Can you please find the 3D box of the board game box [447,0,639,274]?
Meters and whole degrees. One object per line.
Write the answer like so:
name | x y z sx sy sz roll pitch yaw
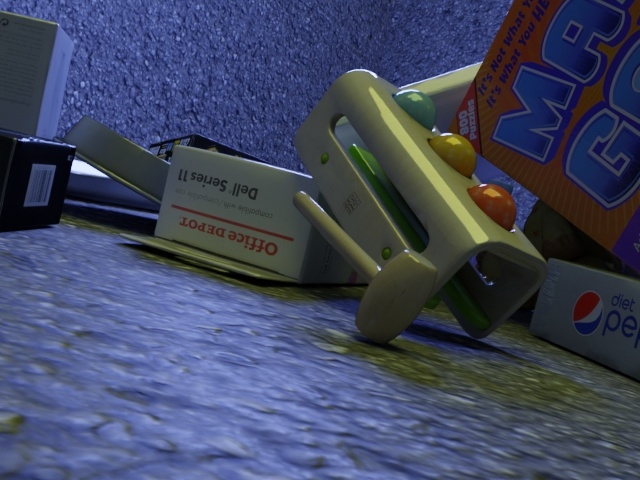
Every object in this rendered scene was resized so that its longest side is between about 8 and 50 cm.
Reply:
board game box | 0.458 -0.182 1.048 0.356 0.356 0.356 7 28 -38

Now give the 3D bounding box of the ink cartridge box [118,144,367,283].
ink cartridge box | -0.051 -0.028 1.021 0.207 0.119 0.353 15 4 25

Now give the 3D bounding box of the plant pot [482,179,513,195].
plant pot | 0.227 -0.050 1.725 0.290 0.195 0.290 13 4 -1

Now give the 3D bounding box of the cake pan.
cake pan | -0.229 -0.088 1.184 0.293 0.054 0.293 30 -1 0

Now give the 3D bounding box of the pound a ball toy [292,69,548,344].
pound a ball toy | 0.081 -0.044 0.795 0.208 0.136 0.319 21 28 -42

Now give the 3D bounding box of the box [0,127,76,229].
box | -0.355 -0.073 0.848 0.158 0.093 0.156 15 4 4

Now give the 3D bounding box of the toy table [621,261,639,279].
toy table | 0.544 0.024 1.342 0.161 0.274 0.252 17 -15 18

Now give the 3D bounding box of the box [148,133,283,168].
box | -0.166 -0.116 1.699 0.322 0.079 0.257 20 -10 -29

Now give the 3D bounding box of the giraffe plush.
giraffe plush | 0.306 0.031 1.208 0.210 0.170 0.181 58 25 17

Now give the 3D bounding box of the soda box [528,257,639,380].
soda box | 0.333 0.090 0.836 0.098 0.091 0.286 12 4 -20

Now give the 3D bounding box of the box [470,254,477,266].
box | 0.164 -0.029 1.457 0.290 0.169 0.087 15 1 44

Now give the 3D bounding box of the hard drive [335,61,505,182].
hard drive | 0.167 -0.145 1.240 0.353 0.047 0.233 -18 -34 -8

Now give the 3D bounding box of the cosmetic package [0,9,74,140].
cosmetic package | -0.416 -0.172 1.095 0.138 0.224 0.224 10 4 -12

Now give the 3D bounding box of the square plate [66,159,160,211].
square plate | -0.393 -0.105 1.507 0.347 0.049 0.344 17 5 44
